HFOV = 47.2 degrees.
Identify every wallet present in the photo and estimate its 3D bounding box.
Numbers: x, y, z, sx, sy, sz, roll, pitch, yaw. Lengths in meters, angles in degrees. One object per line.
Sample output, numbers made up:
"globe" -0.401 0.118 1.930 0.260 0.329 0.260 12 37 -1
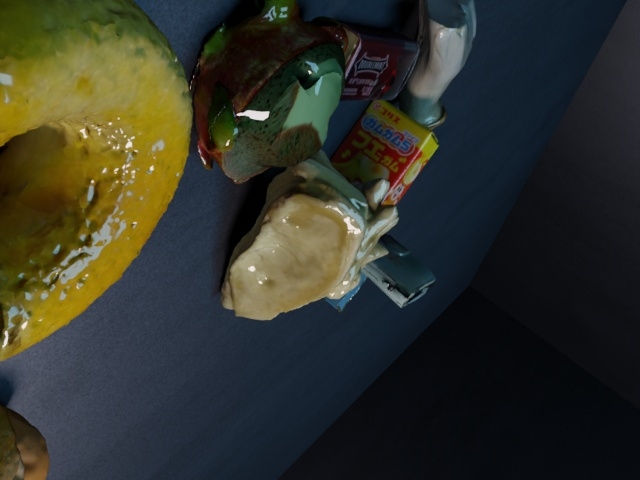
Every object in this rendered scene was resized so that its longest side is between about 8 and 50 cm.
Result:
"wallet" 0.131 0.040 1.645 0.075 0.250 0.176 -56 162 22

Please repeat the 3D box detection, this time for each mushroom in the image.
"mushroom" 0.208 -0.329 1.374 0.159 0.122 0.329 -52 165 -27

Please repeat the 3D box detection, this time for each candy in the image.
"candy" 0.092 -0.126 1.433 0.276 0.146 0.088 -53 161 4

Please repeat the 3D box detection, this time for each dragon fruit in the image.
"dragon fruit" -0.064 -0.194 0.988 0.268 0.130 0.295 -33 154 -33

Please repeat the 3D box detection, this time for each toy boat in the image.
"toy boat" 0.080 0.094 1.893 0.186 0.075 0.077 -57 158 -1

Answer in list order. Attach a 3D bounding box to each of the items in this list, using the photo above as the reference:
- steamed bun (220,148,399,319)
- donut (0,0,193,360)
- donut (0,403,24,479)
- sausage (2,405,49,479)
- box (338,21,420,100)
"steamed bun" 0.000 0.000 1.267 0.189 0.247 0.428 -62 -177 -38
"donut" -0.273 -0.077 0.642 0.378 0.163 0.435 -51 161 -5
"donut" -0.424 0.238 0.669 0.150 0.317 0.300 -41 120 -68
"sausage" -0.450 0.283 0.925 0.120 0.136 0.241 -49 158 11
"box" 0.075 -0.292 1.216 0.224 0.069 0.120 -15 139 -58
